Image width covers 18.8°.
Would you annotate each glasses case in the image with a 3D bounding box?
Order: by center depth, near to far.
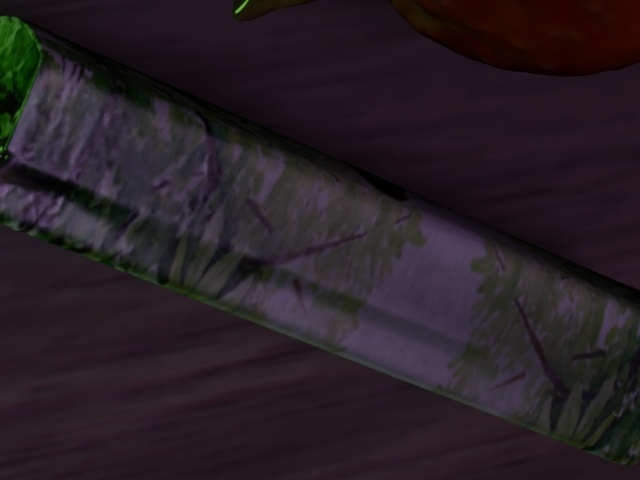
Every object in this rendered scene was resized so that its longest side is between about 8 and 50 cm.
[{"bbox_3d":[0.000,0.000,0.686,0.272,0.095,0.062,23,96,-28],"label":"glasses case"}]

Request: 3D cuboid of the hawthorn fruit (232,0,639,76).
[{"bbox_3d":[0.077,-0.146,0.619,0.253,0.205,0.205,-44,118,4],"label":"hawthorn fruit"}]
